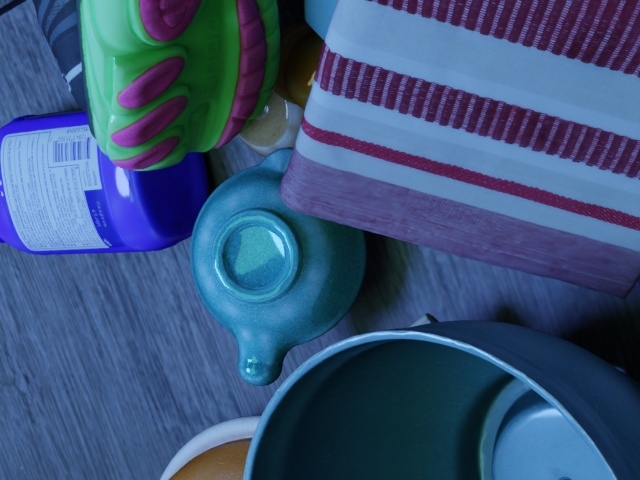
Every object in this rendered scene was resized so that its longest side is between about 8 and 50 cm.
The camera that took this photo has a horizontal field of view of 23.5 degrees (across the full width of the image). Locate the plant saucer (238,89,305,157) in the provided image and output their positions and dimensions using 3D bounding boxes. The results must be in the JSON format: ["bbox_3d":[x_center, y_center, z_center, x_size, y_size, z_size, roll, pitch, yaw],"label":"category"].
[{"bbox_3d":[-0.043,-0.101,1.156,0.083,0.015,0.083,13,113,35],"label":"plant saucer"}]

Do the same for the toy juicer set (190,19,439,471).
[{"bbox_3d":[0.000,0.000,1.101,0.209,0.089,0.329,-20,85,15],"label":"toy juicer set"}]

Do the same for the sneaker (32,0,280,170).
[{"bbox_3d":[-0.114,-0.255,0.904,0.202,0.185,0.483,45,140,28],"label":"sneaker"}]

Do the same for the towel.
[{"bbox_3d":[0.118,-0.087,0.862,0.237,0.037,0.329,15,147,-4],"label":"towel"}]

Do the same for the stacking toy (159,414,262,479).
[{"bbox_3d":[-0.128,0.350,1.065,0.350,0.480,0.351,13,112,36],"label":"stacking toy"}]

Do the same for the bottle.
[{"bbox_3d":[-0.220,-0.046,1.265,0.282,0.092,0.118,-3,102,39],"label":"bottle"}]

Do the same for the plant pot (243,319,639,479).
[{"bbox_3d":[0.123,0.180,0.981,0.293,0.196,0.293,9,105,36],"label":"plant pot"}]

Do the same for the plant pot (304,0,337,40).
[{"bbox_3d":[0.096,-0.194,0.922,0.165,0.165,0.234,47,136,17],"label":"plant pot"}]
